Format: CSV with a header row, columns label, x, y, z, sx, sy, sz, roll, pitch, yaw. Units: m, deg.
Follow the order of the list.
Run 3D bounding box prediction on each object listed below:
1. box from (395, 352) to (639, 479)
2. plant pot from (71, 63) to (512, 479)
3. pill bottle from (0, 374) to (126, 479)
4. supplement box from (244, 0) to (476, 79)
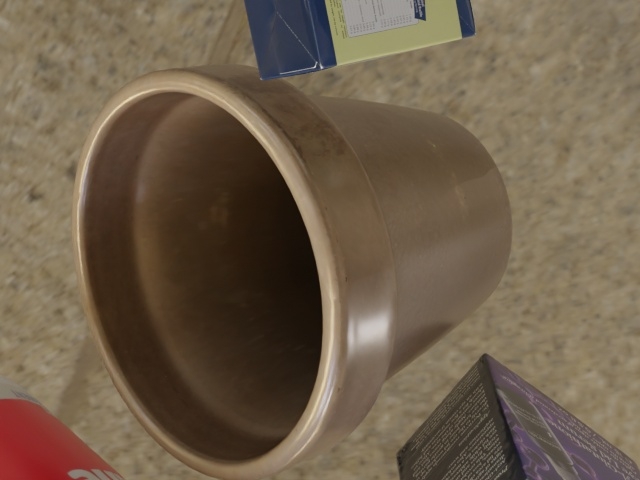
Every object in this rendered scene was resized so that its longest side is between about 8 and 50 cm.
label,x,y,z,sx,sy,sz,roll,pitch,yaw
box,0.146,0.192,1.013,0.153,0.207,0.108,36,103,-14
plant pot,0.000,0.000,0.998,0.229,0.263,0.263,-17,87,-40
pill bottle,-0.159,0.280,0.975,0.408,0.229,0.229,36,67,30
supplement box,0.013,-0.120,0.664,0.083,0.056,0.083,-16,99,-30
